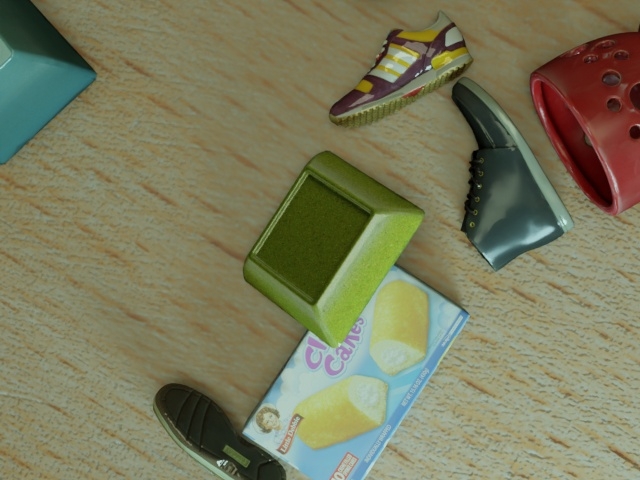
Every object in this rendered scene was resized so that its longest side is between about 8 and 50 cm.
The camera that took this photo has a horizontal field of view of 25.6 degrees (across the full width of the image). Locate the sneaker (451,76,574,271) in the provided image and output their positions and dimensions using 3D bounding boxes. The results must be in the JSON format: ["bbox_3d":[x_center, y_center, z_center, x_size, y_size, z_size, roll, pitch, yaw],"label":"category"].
[{"bbox_3d":[0.193,-0.077,1.658,0.118,0.083,0.222,-33,91,3],"label":"sneaker"}]

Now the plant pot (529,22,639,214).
[{"bbox_3d":[0.358,-0.149,1.598,0.174,0.191,0.191,-29,90,0],"label":"plant pot"}]

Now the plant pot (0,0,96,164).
[{"bbox_3d":[-0.389,-0.202,1.602,0.165,0.234,0.166,-42,90,3],"label":"plant pot"}]

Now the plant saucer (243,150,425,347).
[{"bbox_3d":[0.000,0.000,1.631,0.188,0.045,0.188,35,93,42],"label":"plant saucer"}]

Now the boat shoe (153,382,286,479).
[{"bbox_3d":[-0.131,0.249,1.684,0.190,0.072,0.068,44,57,-5],"label":"boat shoe"}]

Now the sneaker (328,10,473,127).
[{"bbox_3d":[0.084,-0.203,1.673,0.185,0.069,0.084,-26,82,-3],"label":"sneaker"}]

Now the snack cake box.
[{"bbox_3d":[0.041,0.153,1.667,0.152,0.089,0.264,33,92,0],"label":"snack cake box"}]
